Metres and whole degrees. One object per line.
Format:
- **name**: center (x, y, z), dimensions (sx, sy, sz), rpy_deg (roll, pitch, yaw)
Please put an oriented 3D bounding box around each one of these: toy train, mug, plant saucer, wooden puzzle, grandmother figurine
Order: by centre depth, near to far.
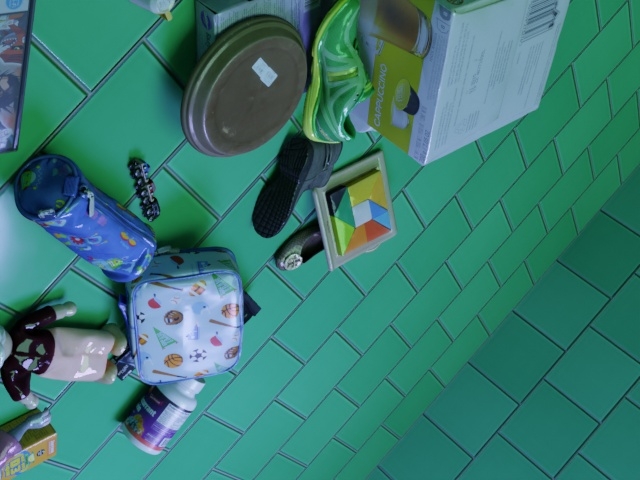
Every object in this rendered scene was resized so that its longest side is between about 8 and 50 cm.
- **mug**: center (-0.252, -0.379, 1.485), dimensions (0.078, 0.064, 0.062), rpy_deg (6, 118, -56)
- **plant saucer**: center (-0.123, -0.259, 1.685), dimensions (0.277, 0.041, 0.278), rpy_deg (-33, 145, -27)
- **toy train**: center (-0.317, -0.094, 1.750), dimensions (0.036, 0.027, 0.158), rpy_deg (-40, 149, -25)
- **grandmother figurine**: center (-0.514, 0.206, 1.758), dimensions (0.342, 0.104, 0.208), rpy_deg (20, 79, -56)
- **wooden puzzle**: center (0.088, -0.069, 2.225), dimensions (0.238, 0.044, 0.221), rpy_deg (-30, 120, -34)

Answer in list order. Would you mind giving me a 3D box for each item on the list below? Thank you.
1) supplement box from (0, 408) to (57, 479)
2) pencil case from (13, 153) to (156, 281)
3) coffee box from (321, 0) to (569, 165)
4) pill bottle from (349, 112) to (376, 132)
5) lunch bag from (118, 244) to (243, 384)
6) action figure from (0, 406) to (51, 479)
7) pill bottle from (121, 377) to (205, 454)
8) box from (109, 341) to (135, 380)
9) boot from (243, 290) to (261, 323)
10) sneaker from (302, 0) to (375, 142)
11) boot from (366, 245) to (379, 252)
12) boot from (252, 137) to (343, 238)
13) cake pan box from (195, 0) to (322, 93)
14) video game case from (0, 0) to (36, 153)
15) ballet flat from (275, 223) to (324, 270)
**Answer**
- **supplement box**: center (-0.627, 0.420, 1.851), dimensions (0.233, 0.080, 0.078), rpy_deg (-28, 145, -37)
- **pencil case**: center (-0.386, -0.033, 1.624), dimensions (0.306, 0.133, 0.119), rpy_deg (52, 47, -60)
- **coffee box**: center (0.221, -0.409, 1.816), dimensions (0.338, 0.334, 0.338), rpy_deg (-28, 144, -31)
- **pill bottle**: center (0.151, -0.299, 2.059), dimensions (0.208, 0.119, 0.119), rpy_deg (-20, 138, -41)
- **lunch bag**: center (-0.278, 0.145, 1.917), dimensions (0.243, 0.115, 0.304), rpy_deg (-7, 127, -14)
- **action figure**: center (-0.602, 0.323, 1.554), dimensions (0.248, 0.276, 0.370), rpy_deg (-17, 113, 3)
- **pill bottle**: center (-0.345, 0.370, 2.142), dimensions (0.193, 0.108, 0.108), rpy_deg (-52, 150, 2)
- **box**: center (-0.404, 0.249, 2.018), dimensions (0.083, 0.018, 0.067), rpy_deg (-43, 149, -13)
- **boot**: center (-0.241, 0.181, 2.084), dimensions (0.207, 0.094, 0.246), rpy_deg (-50, 156, -8)
- **sneaker**: center (0.045, -0.311, 1.750), dimensions (0.109, 0.123, 0.296), rpy_deg (-63, 166, -53)
- **boot**: center (0.101, -0.013, 2.371), dimensions (0.157, 0.059, 0.085), rpy_deg (-20, 133, -40)
- **boot**: center (-0.038, -0.114, 2.055), dimensions (0.161, 0.083, 0.247), rpy_deg (-10, 132, -56)
- **cake pan box**: center (-0.108, -0.348, 1.712), dimensions (0.245, 0.070, 0.267), rpy_deg (-33, 146, -31)
- **video game case**: center (-0.521, -0.226, 1.323), dimensions (0.248, 0.035, 0.275), rpy_deg (-18, 137, -43)
- **ballet flat**: center (0.000, 0.000, 2.245), dimensions (0.249, 0.058, 0.084), rpy_deg (-33, 145, -28)
